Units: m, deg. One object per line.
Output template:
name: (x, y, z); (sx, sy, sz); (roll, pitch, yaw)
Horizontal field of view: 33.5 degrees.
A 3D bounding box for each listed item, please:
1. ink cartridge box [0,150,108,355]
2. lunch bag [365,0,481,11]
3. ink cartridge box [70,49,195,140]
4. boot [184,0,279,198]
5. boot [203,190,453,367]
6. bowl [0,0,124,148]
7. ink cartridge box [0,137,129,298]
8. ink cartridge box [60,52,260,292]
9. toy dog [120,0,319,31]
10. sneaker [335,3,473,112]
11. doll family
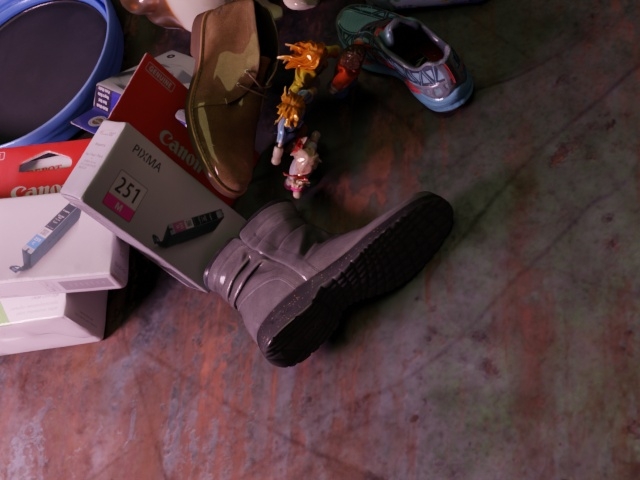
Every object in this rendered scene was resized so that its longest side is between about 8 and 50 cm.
ink cartridge box: (-0.442, -0.012, 1.680); (0.207, 0.119, 0.353); (-10, 62, 18)
lunch bag: (0.167, -0.449, 1.644); (0.219, 0.090, 0.176); (-4, 66, 21)
ink cartridge box: (-0.242, -0.216, 1.659); (0.223, 0.045, 0.224); (25, 45, 35)
boot: (-0.120, -0.214, 1.537); (0.115, 0.112, 0.305); (-16, 68, 34)
boot: (0.000, 0.000, 1.496); (0.338, 0.118, 0.222); (-36, 47, -5)
bowl: (-0.524, -0.309, 1.879); (0.391, 0.077, 0.391); (-10, 61, 18)
ink cartridge box: (-0.428, -0.046, 1.576); (0.296, 0.066, 0.261); (-5, 65, 10)
ink cartridge box: (-0.203, -0.092, 1.523); (0.060, 0.275, 0.238); (14, 71, 45)
toy dog: (-0.164, -0.492, 1.660); (0.395, 0.408, 0.284); (36, 40, -3)
sneaker: (0.119, -0.301, 1.573); (0.262, 0.125, 0.104); (37, 79, 32)
doll family: (-0.026, -0.195, 1.529); (0.118, 0.163, 0.262); (23, 78, -1)
